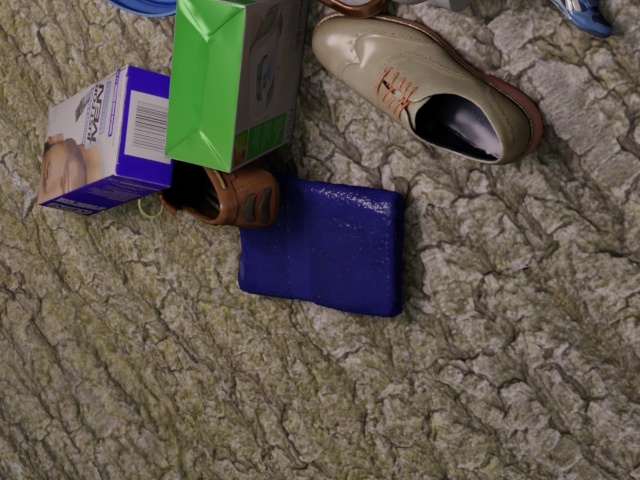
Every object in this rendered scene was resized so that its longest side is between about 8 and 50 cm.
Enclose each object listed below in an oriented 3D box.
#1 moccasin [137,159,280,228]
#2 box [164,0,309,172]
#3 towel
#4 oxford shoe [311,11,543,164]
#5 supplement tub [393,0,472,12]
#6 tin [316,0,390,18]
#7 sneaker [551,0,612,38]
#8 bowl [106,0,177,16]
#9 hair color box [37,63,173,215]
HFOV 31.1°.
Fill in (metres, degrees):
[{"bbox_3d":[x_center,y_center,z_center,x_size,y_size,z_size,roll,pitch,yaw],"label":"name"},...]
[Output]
[{"bbox_3d":[-0.222,-0.100,1.920,0.380,0.147,0.139,35,124,47],"label":"moccasin"},{"bbox_3d":[-0.132,-0.268,1.824,0.126,0.231,0.262,16,113,21],"label":"box"},{"bbox_3d":[0.000,0.000,1.940,0.308,0.076,0.228,10,114,26],"label":"towel"},{"bbox_3d":[0.142,-0.236,1.740,0.397,0.146,0.141,28,117,18],"label":"oxford shoe"},{"bbox_3d":[0.085,-0.480,1.637,0.331,0.241,0.241,27,117,17],"label":"supplement tub"},{"bbox_3d":[0.026,-0.417,1.780,0.189,0.040,0.106,29,83,18],"label":"tin"},{"bbox_3d":[0.369,-0.349,1.641,0.144,0.053,0.059,47,119,5],"label":"sneaker"},{"bbox_3d":[-0.263,-0.562,1.867,0.391,0.077,0.391,9,106,31],"label":"bowl"},{"bbox_3d":[-0.362,-0.160,1.940,0.338,0.110,0.185,-14,69,57],"label":"hair color box"}]
